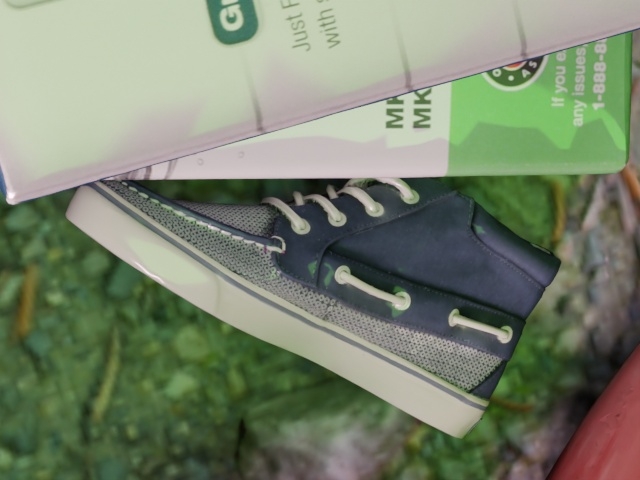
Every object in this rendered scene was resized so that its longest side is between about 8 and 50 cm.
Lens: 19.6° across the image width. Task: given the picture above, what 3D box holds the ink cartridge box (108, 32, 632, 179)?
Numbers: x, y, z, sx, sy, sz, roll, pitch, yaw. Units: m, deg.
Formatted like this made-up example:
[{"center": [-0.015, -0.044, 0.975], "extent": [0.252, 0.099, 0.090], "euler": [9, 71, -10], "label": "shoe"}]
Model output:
[{"center": [-0.043, -0.127, 0.656], "extent": [0.289, 0.121, 0.211], "euler": [-2, 98, -12], "label": "ink cartridge box"}]

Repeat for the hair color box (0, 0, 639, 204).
[{"center": [0.048, -0.143, 0.556], "extent": [0.347, 0.105, 0.174], "euler": [-16, 101, -11], "label": "hair color box"}]

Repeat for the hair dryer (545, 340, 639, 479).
[{"center": [0.059, 0.135, 0.714], "extent": [0.293, 0.080, 0.224], "euler": [-40, 128, -7], "label": "hair dryer"}]

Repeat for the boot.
[{"center": [0.000, 0.000, 0.718], "extent": [0.190, 0.069, 0.086], "euler": [28, 91, -24], "label": "boot"}]
